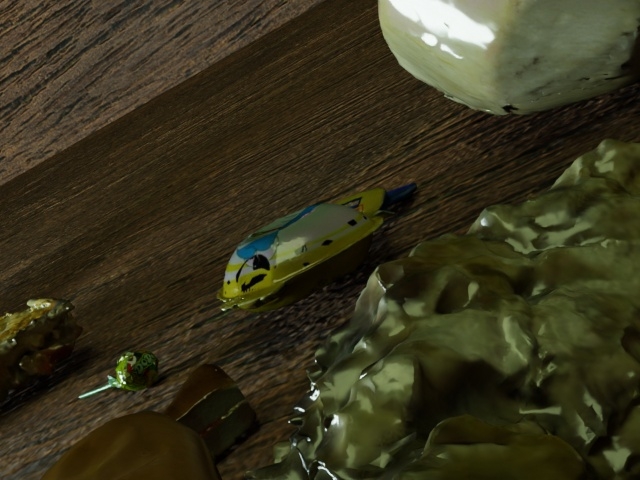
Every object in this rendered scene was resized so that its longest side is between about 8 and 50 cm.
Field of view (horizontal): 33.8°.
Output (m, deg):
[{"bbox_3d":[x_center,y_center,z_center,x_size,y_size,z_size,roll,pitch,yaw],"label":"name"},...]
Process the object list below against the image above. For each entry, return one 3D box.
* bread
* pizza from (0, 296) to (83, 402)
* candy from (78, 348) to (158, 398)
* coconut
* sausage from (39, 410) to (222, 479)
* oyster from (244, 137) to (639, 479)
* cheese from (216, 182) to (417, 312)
[{"bbox_3d":[-0.074,0.118,0.729,0.062,0.043,0.109,-25,17,27],"label":"bread"},{"bbox_3d":[-0.370,0.135,1.143,0.287,0.074,0.251,-31,18,0],"label":"pizza"},{"bbox_3d":[-0.183,0.125,0.935,0.035,0.035,0.123,10,-25,-37],"label":"candy"},{"bbox_3d":[0.192,-0.282,0.945,0.352,0.353,0.352,-29,17,10],"label":"coconut"},{"bbox_3d":[-0.097,0.176,0.498,0.134,0.116,0.354,-44,13,5],"label":"sausage"},{"bbox_3d":[0.085,0.057,0.496,0.238,0.115,0.351,-8,25,48],"label":"oyster"},{"bbox_3d":[0.000,0.000,0.896,0.156,0.064,0.250,-18,10,35],"label":"cheese"}]
